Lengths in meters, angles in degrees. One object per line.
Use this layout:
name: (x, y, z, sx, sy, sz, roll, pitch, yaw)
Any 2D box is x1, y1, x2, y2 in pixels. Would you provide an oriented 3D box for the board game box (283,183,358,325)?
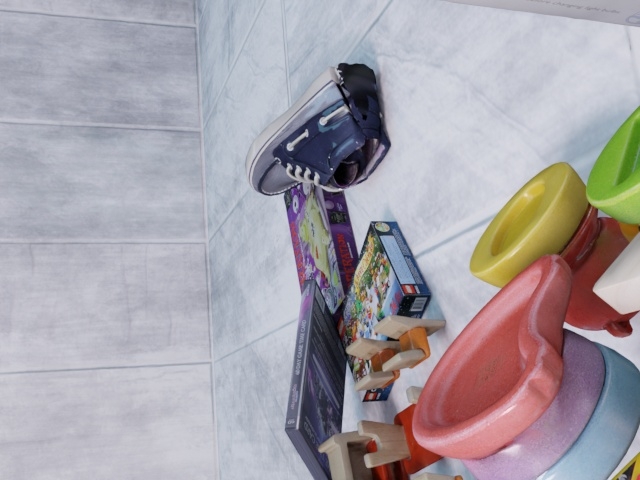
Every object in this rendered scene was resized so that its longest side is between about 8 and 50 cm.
board game box: (0.000, 0.000, 1.417, 0.208, 0.056, 0.346, 111, 152, -55)

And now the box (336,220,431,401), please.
box: (0.088, 0.109, 1.159, 0.159, 0.044, 0.233, -111, 28, -46)

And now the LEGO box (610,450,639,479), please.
LEGO box: (0.321, 0.176, 0.255, 0.500, 0.193, 0.372, 108, 154, -42)

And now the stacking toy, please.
stacking toy: (0.213, 0.037, 0.526, 0.279, 0.130, 0.309, -46, 8, 47)

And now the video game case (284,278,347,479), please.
video game case: (-0.001, 0.224, 1.187, 0.274, 0.026, 0.196, -82, -22, -44)

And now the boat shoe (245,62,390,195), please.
boat shoe: (-0.016, -0.132, 1.274, 0.340, 0.127, 0.158, -45, 50, 47)

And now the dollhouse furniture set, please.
dollhouse furniture set: (0.116, 0.264, 1.012, 0.259, 0.135, 0.261, -48, 44, 47)

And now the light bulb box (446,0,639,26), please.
light bulb box: (0.232, -0.368, 0.468, 0.361, 0.226, 0.357, 165, 105, -71)
